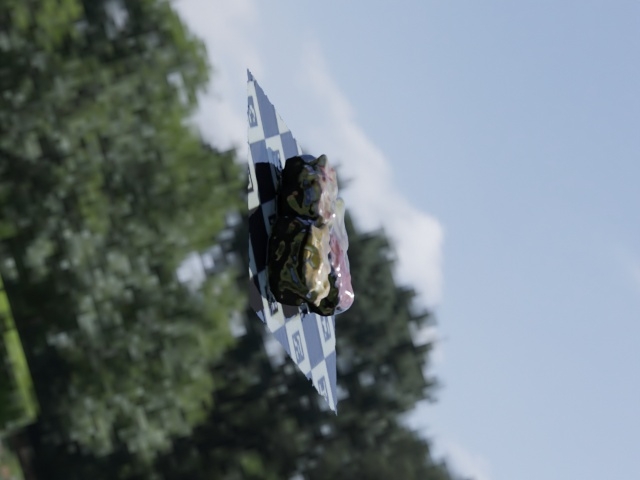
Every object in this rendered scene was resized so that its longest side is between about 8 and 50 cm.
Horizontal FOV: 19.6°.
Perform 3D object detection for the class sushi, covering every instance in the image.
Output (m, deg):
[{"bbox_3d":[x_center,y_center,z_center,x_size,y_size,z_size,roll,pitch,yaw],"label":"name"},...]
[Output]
[{"bbox_3d":[0.000,0.000,0.827,0.126,0.026,0.120,56,27,-58],"label":"sushi"}]
